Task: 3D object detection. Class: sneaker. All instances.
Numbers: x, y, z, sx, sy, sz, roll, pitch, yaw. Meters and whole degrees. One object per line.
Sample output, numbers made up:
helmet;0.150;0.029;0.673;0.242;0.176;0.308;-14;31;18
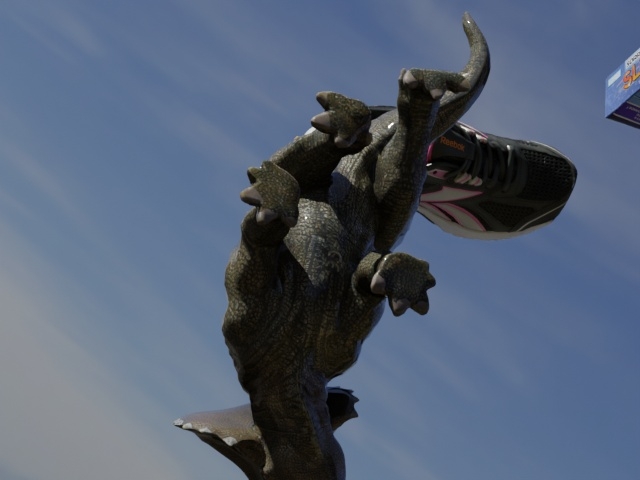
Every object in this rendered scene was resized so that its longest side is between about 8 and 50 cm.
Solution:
sneaker;0.079;-0.047;1.253;0.178;0.072;0.077;5;-17;-11

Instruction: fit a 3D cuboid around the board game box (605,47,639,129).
board game box;0.305;-0.093;1.281;0.201;0.035;0.136;18;-34;-20

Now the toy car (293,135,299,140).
toy car;-0.011;-0.042;1.489;0.040;0.122;0.060;34;-45;-9

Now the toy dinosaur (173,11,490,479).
toy dinosaur;0.000;0.000;0.976;0.121;0.313;0.160;21;-36;-12
